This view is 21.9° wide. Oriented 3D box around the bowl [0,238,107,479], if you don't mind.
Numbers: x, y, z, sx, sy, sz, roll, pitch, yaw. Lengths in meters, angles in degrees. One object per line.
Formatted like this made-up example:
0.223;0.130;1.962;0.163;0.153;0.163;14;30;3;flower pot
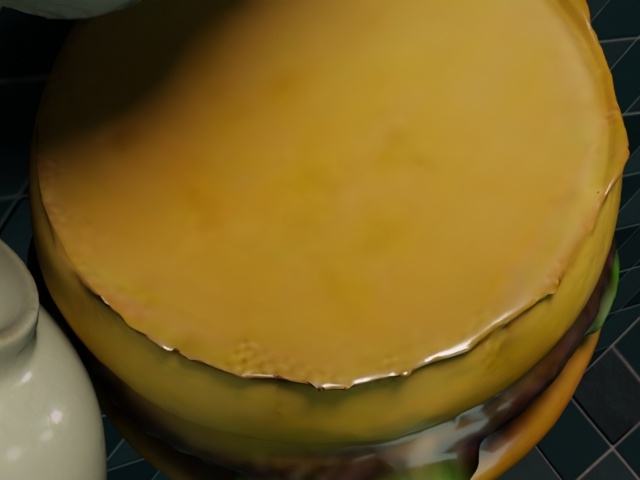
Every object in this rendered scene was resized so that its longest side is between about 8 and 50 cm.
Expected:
-0.269;0.085;0.926;0.354;0.354;0.185;-8;130;-52;bowl

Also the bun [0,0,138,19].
-0.078;-0.231;0.727;0.354;0.194;0.354;-31;156;-15;bun

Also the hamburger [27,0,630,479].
0.000;0.000;1.078;0.396;0.396;0.277;-32;153;-15;hamburger
